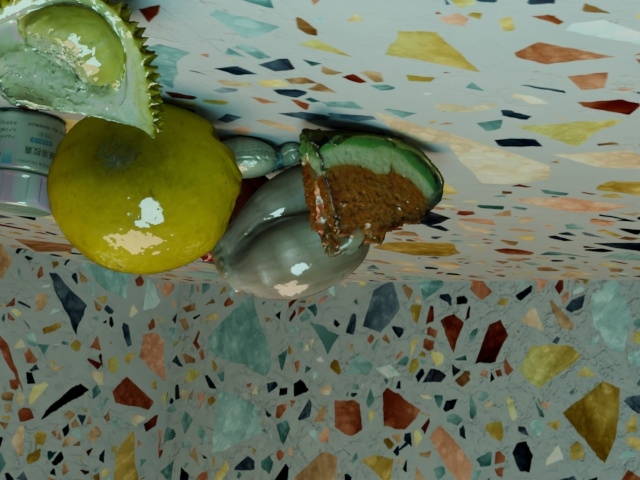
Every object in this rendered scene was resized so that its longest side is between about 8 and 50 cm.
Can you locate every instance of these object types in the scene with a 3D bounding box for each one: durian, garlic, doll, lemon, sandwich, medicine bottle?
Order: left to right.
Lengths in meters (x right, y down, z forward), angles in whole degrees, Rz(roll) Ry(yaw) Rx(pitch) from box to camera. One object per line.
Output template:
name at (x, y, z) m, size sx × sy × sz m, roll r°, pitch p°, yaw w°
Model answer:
medicine bottle at (-0.523, -0.135, 1.855) m, size 0.135 × 0.169 × 0.135 m, roll 7°, pitch 171°, yaw 1°
durian at (-0.324, -0.223, 1.219) m, size 0.306 × 0.167 × 0.172 m, roll 13°, pitch 171°, yaw -31°
lemon at (-0.282, -0.085, 1.685) m, size 0.297 × 0.297 × 0.297 m, roll 6°, pitch 170°, yaw 1°
doll at (-0.139, -0.142, 1.849) m, size 0.213 × 0.072 × 0.103 m, roll -3°, pitch 170°, yaw -3°
garlic at (0.000, 0.000, 1.897) m, size 0.340 × 0.246 × 0.231 m, roll -8°, pitch -133°, yaw -43°
sandwich at (0.071, -0.085, 1.736) m, size 0.292 × 0.212 × 0.109 m, roll -8°, pitch -163°, yaw -36°

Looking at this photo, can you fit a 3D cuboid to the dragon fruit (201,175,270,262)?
dragon fruit at (-0.170, -0.056, 2.027) m, size 0.268 × 0.205 × 0.210 m, roll -15°, pitch -150°, yaw -8°
